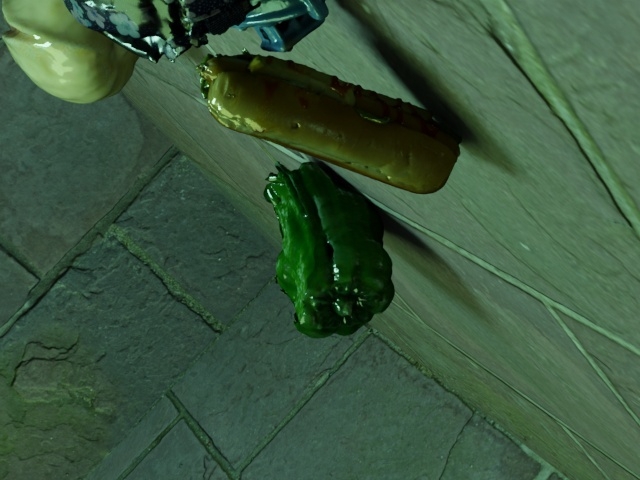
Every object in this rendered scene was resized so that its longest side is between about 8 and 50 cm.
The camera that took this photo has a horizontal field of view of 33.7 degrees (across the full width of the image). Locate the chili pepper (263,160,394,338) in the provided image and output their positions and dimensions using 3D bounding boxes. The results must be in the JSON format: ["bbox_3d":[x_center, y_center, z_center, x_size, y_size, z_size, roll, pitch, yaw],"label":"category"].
[{"bbox_3d":[0.010,-0.004,1.675,0.168,0.213,0.385,1,-145,-19],"label":"chili pepper"}]

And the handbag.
[{"bbox_3d":[-0.153,-0.243,0.792,0.229,0.127,0.207,37,147,38],"label":"handbag"}]

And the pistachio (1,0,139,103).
[{"bbox_3d":[-0.393,-0.331,1.667,0.309,0.230,0.230,35,170,50],"label":"pistachio"}]

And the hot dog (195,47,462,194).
[{"bbox_3d":[0.009,-0.115,0.943,0.250,0.076,0.104,22,-153,-9],"label":"hot dog"}]

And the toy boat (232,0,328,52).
[{"bbox_3d":[-0.044,-0.201,0.888,0.097,0.100,0.223,56,170,-23],"label":"toy boat"}]
